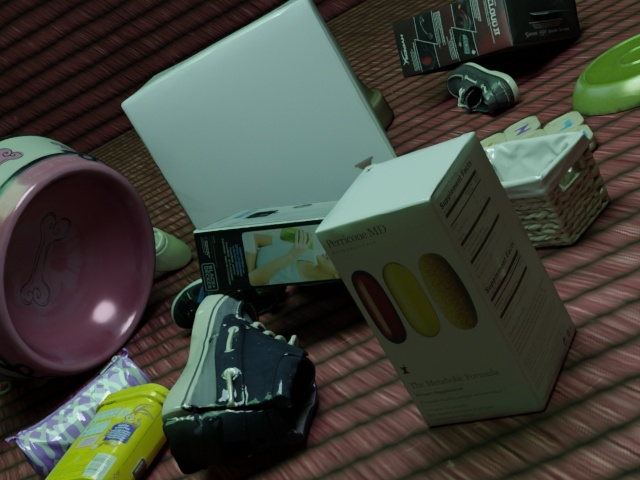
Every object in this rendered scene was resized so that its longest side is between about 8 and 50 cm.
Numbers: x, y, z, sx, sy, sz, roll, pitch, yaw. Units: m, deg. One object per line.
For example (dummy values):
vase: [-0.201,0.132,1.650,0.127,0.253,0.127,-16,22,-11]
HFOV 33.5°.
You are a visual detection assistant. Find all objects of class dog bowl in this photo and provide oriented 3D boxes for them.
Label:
dog bowl: [-0.430,0.038,1.707,0.150,0.408,0.408,7,39,35]

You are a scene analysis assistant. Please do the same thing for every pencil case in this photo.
pencil case: [-0.319,0.241,1.457,0.206,0.088,0.086,-40,19,-23]

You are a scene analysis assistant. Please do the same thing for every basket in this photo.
basket: [0.257,-0.057,1.316,0.113,0.103,0.167,-43,22,-31]

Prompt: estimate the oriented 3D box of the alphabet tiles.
alphabet tiles: [0.259,-0.099,1.546,0.284,0.021,0.278,-27,19,12]

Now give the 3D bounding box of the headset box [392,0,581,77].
headset box: [0.315,-0.391,1.951,0.218,0.110,0.293,-17,6,-42]

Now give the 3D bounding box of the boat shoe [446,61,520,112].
boat shoe: [0.267,-0.263,1.864,0.065,0.075,0.206,-32,23,-14]

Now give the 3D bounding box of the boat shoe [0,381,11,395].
boat shoe: [-0.568,0.192,1.876,0.367,0.135,0.156,108,175,-85]

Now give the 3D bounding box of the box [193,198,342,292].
box: [0.000,0.000,1.410,0.290,0.087,0.169,-5,10,22]

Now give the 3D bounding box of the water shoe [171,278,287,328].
water shoe: [-0.148,0.094,1.591,0.203,0.073,0.080,-23,23,24]

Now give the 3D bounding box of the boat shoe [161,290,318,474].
boat shoe: [-0.075,0.154,1.297,0.158,0.127,0.340,-13,25,12]

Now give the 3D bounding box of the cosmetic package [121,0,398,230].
cosmetic package: [-0.083,-0.189,1.762,0.329,0.327,0.394,-29,13,6]

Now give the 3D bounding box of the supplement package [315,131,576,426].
supplement package: [0.127,0.042,1.045,0.139,0.244,0.134,-17,23,37]

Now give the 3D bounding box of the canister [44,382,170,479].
canister: [-0.261,0.266,1.329,0.126,0.073,0.170,-18,24,34]

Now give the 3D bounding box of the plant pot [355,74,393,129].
plant pot: [-0.019,-0.284,2.109,0.263,0.229,0.263,-27,18,10]

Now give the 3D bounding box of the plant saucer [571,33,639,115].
plant saucer: [0.486,-0.267,1.604,0.241,0.037,0.241,-28,19,11]

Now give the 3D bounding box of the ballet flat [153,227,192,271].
ballet flat: [-0.360,0.002,1.948,0.248,0.086,0.086,7,23,-1]
